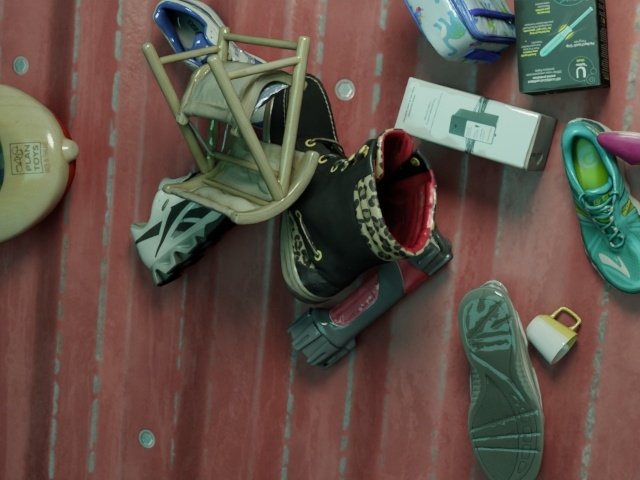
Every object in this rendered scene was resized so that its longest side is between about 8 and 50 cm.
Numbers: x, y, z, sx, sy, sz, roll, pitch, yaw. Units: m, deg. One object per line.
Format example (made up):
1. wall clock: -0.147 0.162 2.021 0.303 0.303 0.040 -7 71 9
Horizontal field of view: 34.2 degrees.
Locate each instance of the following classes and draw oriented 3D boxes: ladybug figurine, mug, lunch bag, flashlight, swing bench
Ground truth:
1. ladybug figurine: -0.625 -0.139 1.927 0.449 0.162 0.305 -2 93 24
2. mug: 0.356 0.144 1.599 0.064 0.078 0.062 42 142 24
3. lunch bag: 0.205 -0.346 1.528 0.090 0.219 0.176 -30 82 29
4. flashlight: 0.073 0.081 1.685 0.304 0.103 0.103 -40 53 22
5. swing bench: -0.133 -0.178 1.572 0.253 0.165 0.255 23 125 53

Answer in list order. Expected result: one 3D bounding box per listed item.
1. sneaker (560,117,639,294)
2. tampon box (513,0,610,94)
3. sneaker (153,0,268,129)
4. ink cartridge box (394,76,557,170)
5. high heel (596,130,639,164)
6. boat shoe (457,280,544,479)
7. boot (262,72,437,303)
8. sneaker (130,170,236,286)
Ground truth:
1. sneaker: 0.413 -0.047 1.523 0.107 0.110 0.275 -24 86 23
2. tampon box: 0.356 -0.300 1.530 0.120 0.101 0.161 -2 94 24
3. sneaker: -0.171 -0.290 1.741 0.296 0.131 0.112 44 107 13
4. ink cartridge box: 0.237 -0.174 1.565 0.208 0.153 0.087 20 101 19
5. high heel: 0.498 -0.077 1.475 0.244 0.082 0.117 16 92 -7
6. boat shoe: 0.285 0.223 1.612 0.118 0.103 0.320 -11 94 23
7. boot: 0.039 -0.110 1.577 0.284 0.138 0.377 -22 67 55
8. sneaker: -0.206 -0.071 1.777 0.330 0.122 0.146 -38 81 21
